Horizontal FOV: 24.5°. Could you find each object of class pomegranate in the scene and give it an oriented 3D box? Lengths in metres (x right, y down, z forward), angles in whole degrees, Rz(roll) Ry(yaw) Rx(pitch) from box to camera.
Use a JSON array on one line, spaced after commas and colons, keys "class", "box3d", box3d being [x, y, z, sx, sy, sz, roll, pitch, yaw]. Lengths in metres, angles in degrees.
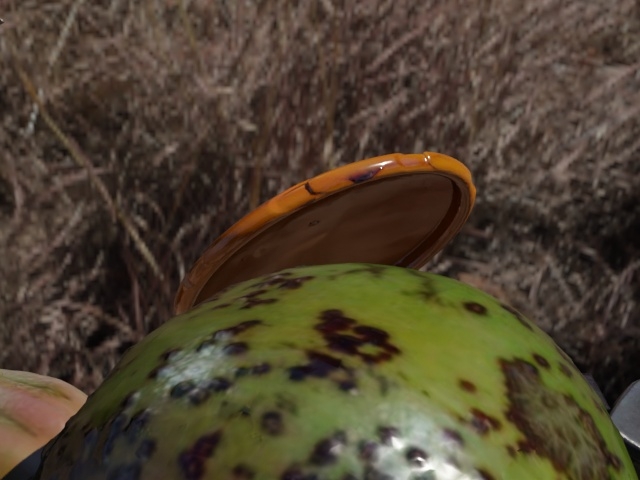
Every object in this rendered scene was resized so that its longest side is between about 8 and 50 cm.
[{"class": "pomegranate", "box3d": [-0.044, 0.140, 0.596, 0.340, 0.285, 0.285, 14, 48, 27]}]

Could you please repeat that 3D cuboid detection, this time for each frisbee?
[{"class": "frisbee", "box3d": [0.000, 0.000, 0.862, 0.192, 0.192, 0.035, -18, 65, -19]}]

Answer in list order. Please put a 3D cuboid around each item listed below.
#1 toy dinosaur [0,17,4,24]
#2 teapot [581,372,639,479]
[{"class": "toy dinosaur", "box3d": [-0.387, -0.150, 1.263, 0.113, 0.327, 0.206, 41, 90, -13]}, {"class": "teapot", "box3d": [0.177, 0.115, 0.693, 0.177, 0.087, 0.096, 32, 43, 6]}]
